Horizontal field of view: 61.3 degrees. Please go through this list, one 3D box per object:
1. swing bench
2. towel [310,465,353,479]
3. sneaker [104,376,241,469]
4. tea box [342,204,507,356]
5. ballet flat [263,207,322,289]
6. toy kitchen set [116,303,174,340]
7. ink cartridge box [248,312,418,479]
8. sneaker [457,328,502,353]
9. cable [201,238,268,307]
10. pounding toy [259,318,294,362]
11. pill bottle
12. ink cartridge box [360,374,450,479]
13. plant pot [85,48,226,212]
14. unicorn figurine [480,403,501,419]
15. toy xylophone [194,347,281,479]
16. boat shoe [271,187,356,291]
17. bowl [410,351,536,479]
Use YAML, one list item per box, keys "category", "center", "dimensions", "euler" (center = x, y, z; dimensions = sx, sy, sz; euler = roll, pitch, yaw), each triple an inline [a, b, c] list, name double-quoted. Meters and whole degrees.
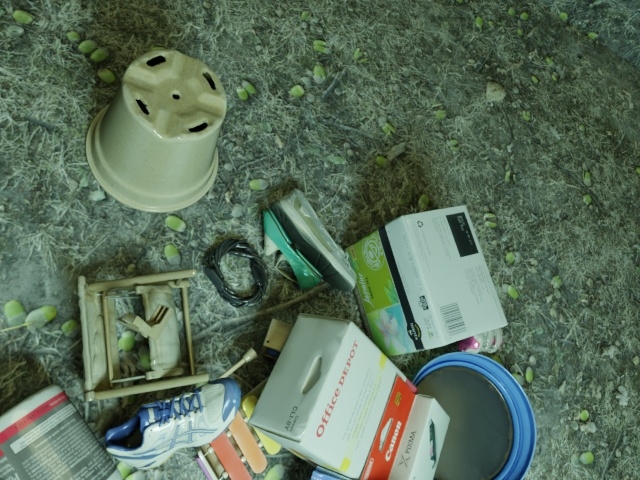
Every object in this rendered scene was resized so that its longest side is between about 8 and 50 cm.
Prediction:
- category: "swing bench"
  center: [-0.396, 0.207, 1.192]
  dimensions: [0.255, 0.165, 0.253]
  euler: [-4, 75, -21]
- category: "towel"
  center: [0.047, 0.682, 1.165]
  dimensions: [0.243, 0.040, 0.336]
  euler: [19, 100, 12]
- category: "sneaker"
  center: [-0.304, 0.374, 1.113]
  dimensions: [0.296, 0.131, 0.112]
  euler: [-35, 49, 4]
- category: "tea box"
  center: [0.261, 0.118, 1.444]
  dimensions: [0.220, 0.323, 0.329]
  euler: [-10, 77, -29]
- category: "ballet flat"
  center: [-0.098, 0.031, 1.441]
  dimensions: [0.087, 0.083, 0.247]
  euler: [-38, 92, -1]
- category: "toy kitchen set"
  center: [-0.362, 0.148, 1.098]
  dimensions: [0.075, 0.068, 0.083]
  euler: [-63, 148, -26]
- category: "ink cartridge box"
  center: [0.049, 0.382, 1.252]
  dimensions: [0.384, 0.160, 0.279]
  euler: [50, 55, -40]
- category: "sneaker"
  center: [0.466, 0.269, 1.542]
  dimensions: [0.111, 0.252, 0.103]
  euler: [23, 104, 17]
- category: "cable"
  center: [-0.207, 0.086, 1.394]
  dimensions: [0.184, 0.047, 0.150]
  euler: [50, 54, 0]
- category: "pounding toy"
  center: [-0.082, 0.278, 1.347]
  dimensions: [0.130, 0.141, 0.100]
  euler: [20, 64, -3]
- category: "pill bottle"
  center: [-0.502, 0.455, 1.044]
  dimensions: [0.176, 0.176, 0.318]
  euler: [-35, 90, -31]
- category: "ink cartridge box"
  center: [0.209, 0.496, 1.283]
  dimensions: [0.239, 0.060, 0.275]
  euler: [52, 52, -41]
- category: "plant pot"
  center: [-0.370, -0.272, 1.278]
  dimensions: [0.334, 0.305, 0.333]
  euler: [8, 70, -23]
- category: "unicorn figurine"
  center: [0.474, 0.523, 1.564]
  dimensions: [0.111, 0.060, 0.162]
  euler: [41, 61, -8]
- category: "toy xylophone"
  center: [-0.166, 0.405, 1.252]
  dimensions: [0.323, 0.081, 0.236]
  euler: [-42, 112, -28]
- category: "boat shoe"
  center: [-0.002, 0.000, 1.479]
  dimensions: [0.103, 0.118, 0.320]
  euler: [-39, 85, -26]
- category: "bowl"
  center: [0.395, 0.506, 1.482]
  dimensions: [0.391, 0.077, 0.391]
  euler: [4, 70, -11]
